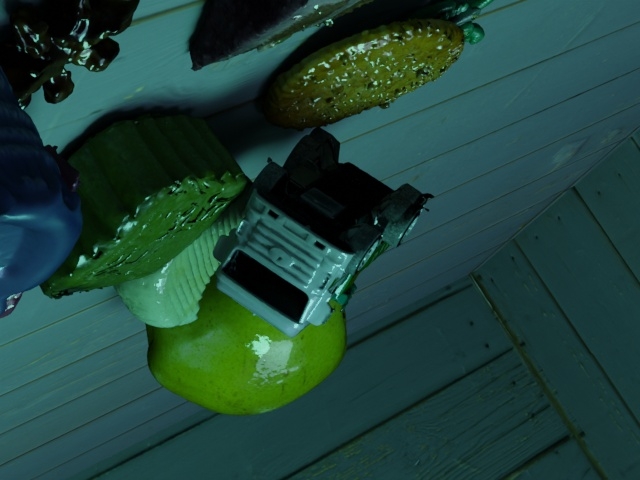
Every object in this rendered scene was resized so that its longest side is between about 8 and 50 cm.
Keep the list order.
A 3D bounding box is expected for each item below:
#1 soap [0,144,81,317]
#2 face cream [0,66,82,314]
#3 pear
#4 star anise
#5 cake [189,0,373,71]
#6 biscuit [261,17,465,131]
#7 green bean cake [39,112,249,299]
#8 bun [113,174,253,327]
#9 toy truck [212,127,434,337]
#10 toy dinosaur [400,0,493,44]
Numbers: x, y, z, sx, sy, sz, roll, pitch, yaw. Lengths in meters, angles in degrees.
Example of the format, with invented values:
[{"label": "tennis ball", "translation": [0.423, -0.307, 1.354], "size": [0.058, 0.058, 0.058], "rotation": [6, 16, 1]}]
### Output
[{"label": "soap", "translation": [-0.326, -0.003, 1.334], "size": [0.250, 0.162, 0.099], "rotation": [-28, 162, -31]}, {"label": "face cream", "translation": [-0.311, -0.040, 1.036], "size": [0.249, 0.225, 0.249], "rotation": [-32, 170, -6]}, {"label": "pear", "translation": [-0.100, 0.108, 2.147], "size": [0.294, 0.294, 0.294], "rotation": [-31, 169, -7]}, {"label": "star anise", "translation": [-0.218, -0.153, 1.242], "size": [0.168, 0.057, 0.168], "rotation": [-40, 174, -5]}, {"label": "cake", "translation": [-0.040, -0.225, 1.390], "size": [0.116, 0.112, 0.295], "rotation": [-22, 177, -24]}, {"label": "biscuit", "translation": [0.050, -0.186, 1.765], "size": [0.254, 0.035, 0.254], "rotation": [-20, 169, -4]}, {"label": "green bean cake", "translation": [-0.203, -0.038, 1.623], "size": [0.214, 0.113, 0.200], "rotation": [-38, 167, 23]}, {"label": "bun", "translation": [-0.169, -0.002, 1.837], "size": [0.212, 0.126, 0.203], "rotation": [-33, 149, -38]}, {"label": "toy truck", "translation": [0.003, -0.006, 1.803], "size": [0.178, 0.177, 0.363], "rotation": [-60, 172, 16]}, {"label": "toy dinosaur", "translation": [0.151, -0.261, 1.798], "size": [0.132, 0.059, 0.096], "rotation": [-28, 165, 18]}]
